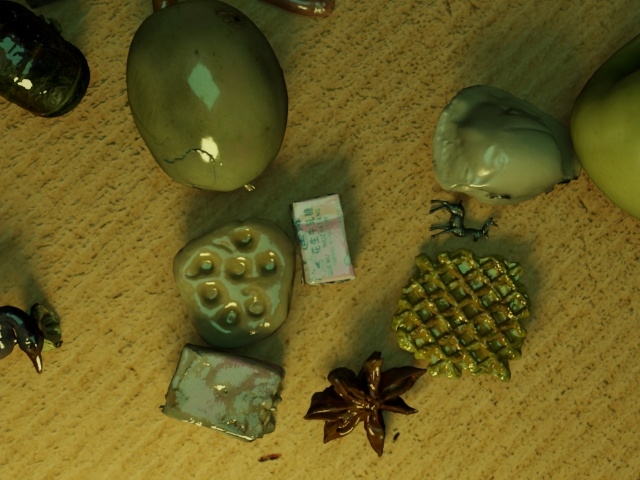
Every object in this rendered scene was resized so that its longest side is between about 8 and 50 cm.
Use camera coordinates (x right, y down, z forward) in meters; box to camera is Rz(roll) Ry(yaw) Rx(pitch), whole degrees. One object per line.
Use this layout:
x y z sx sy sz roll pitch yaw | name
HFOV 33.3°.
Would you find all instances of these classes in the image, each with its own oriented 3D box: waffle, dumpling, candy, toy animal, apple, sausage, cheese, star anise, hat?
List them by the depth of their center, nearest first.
-0.608 0.175 1.793 0.298 0.122 0.185 13 120 10 | toy animal
0.606 -0.189 1.795 0.357 0.357 0.357 0 86 -3 | apple
-0.163 0.256 1.806 0.195 0.185 0.137 16 81 2 | candy
-0.487 0.158 1.841 0.059 0.076 0.077 -32 52 17 | hat
-0.146 0.068 1.844 0.218 0.117 0.235 31 86 1 | cheese
0.070 0.275 1.846 0.212 0.111 0.196 -1 107 -33 | star anise
0.249 0.129 1.872 0.238 0.059 0.243 16 72 -2 | waffle
0.000 0.000 1.877 0.092 0.073 0.160 -10 86 -8 | candy
0.320 -0.169 1.881 0.175 0.243 0.227 -28 66 34 | dumpling
-0.062 -0.440 1.918 0.176 0.040 0.047 20 79 -2 | sausage

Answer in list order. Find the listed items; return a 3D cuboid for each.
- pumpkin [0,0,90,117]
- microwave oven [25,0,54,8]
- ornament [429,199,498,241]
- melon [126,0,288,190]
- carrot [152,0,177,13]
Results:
-0.496 -0.309 1.794 0.238 0.238 0.159 28 89 -1 | pumpkin
-0.477 -0.502 1.816 0.122 0.208 0.162 -21 88 -4 | microwave oven
0.258 -0.036 1.915 0.125 0.028 0.073 2 87 -1 | ornament
-0.183 -0.235 1.787 0.268 0.268 0.330 -21 97 -4 | melon
-0.277 -0.429 1.906 0.061 0.061 0.257 6 95 -2 | carrot
